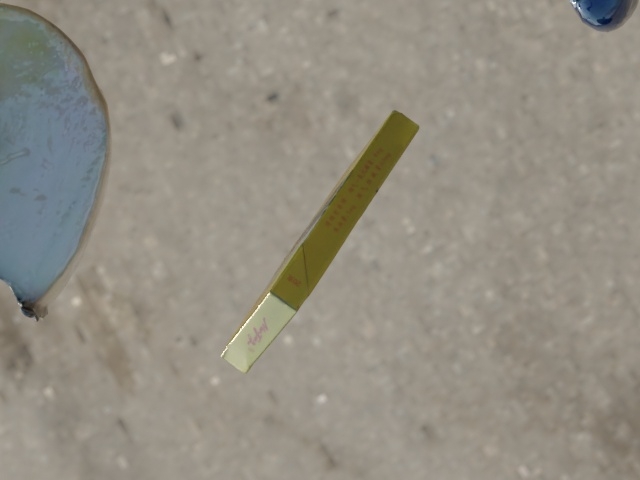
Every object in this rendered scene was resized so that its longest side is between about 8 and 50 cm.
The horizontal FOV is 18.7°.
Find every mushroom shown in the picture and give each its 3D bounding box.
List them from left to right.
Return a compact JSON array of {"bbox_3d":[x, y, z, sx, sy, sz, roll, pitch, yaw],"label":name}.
[{"bbox_3d":[-0.236,-0.077,1.398,0.236,0.173,0.162,35,178,5],"label":"mushroom"}]

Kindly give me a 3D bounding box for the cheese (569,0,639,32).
[{"bbox_3d":[0.305,-0.229,1.213,0.329,0.217,0.129,-27,100,15],"label":"cheese"}]

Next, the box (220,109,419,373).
[{"bbox_3d":[0.000,0.000,1.106,0.023,0.155,0.087,37,144,-5],"label":"box"}]
